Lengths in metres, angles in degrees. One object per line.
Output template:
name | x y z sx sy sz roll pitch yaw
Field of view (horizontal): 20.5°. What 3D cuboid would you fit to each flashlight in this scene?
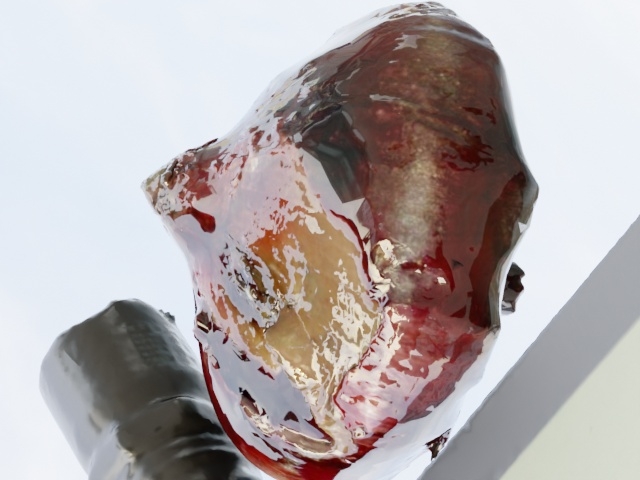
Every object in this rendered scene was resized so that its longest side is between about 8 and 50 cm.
flashlight | -0.039 0.189 0.959 0.103 0.103 0.424 10 -151 -39

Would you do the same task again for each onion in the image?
onion | 0.000 0.000 0.931 0.195 0.272 0.272 10 -146 -8

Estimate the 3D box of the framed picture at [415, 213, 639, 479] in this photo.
framed picture | 0.110 0.148 0.591 0.016 0.347 0.265 9 -140 -34
